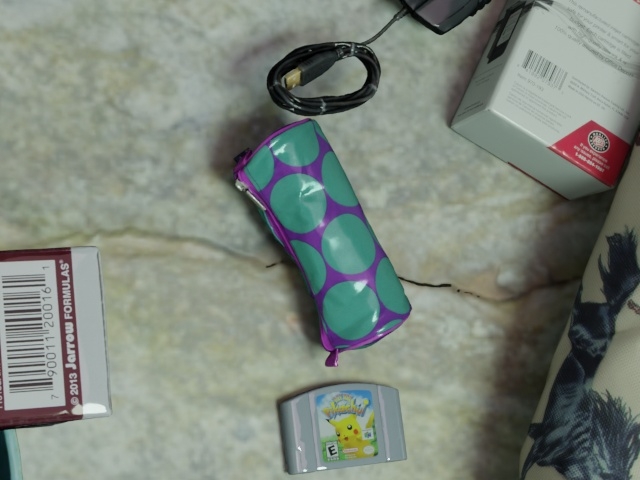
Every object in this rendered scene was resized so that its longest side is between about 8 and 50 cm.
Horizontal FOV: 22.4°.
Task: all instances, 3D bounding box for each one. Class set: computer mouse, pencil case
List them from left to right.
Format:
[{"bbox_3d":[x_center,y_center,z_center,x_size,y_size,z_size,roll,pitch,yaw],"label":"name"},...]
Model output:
[{"bbox_3d":[0.000,0.000,1.050,0.070,0.064,0.151,-30,93,-23],"label":"pencil case"},{"bbox_3d":[0.054,-0.155,1.079,0.071,0.041,0.242,49,56,-2],"label":"computer mouse"},{"bbox_3d":[0.260,0.050,1.073,0.184,0.160,0.410,28,77,-31],"label":"pencil case"}]

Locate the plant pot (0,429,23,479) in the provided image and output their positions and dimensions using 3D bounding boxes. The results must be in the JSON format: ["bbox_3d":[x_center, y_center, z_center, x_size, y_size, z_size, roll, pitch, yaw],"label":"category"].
[{"bbox_3d":[-0.309,0.133,0.813,0.272,0.255,0.271,3,80,-21],"label":"plant pot"}]

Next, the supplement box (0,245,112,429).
[{"bbox_3d":[-0.216,0.050,0.653,0.240,0.130,0.073,-2,83,-20],"label":"supplement box"}]

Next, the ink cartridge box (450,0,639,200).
[{"bbox_3d":[0.175,-0.121,1.133,0.109,0.063,0.150,30,72,-14],"label":"ink cartridge box"}]

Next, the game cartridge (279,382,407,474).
[{"bbox_3d":[0.015,0.122,1.063,0.083,0.017,0.056,-5,80,-21],"label":"game cartridge"}]
